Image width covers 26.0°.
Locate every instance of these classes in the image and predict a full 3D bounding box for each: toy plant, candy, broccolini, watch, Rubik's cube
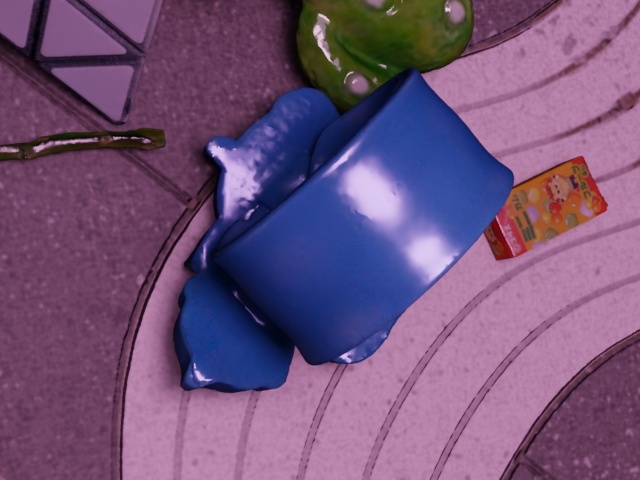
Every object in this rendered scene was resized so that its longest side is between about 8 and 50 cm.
[{"bbox_3d":[0.013,-0.262,1.281,0.316,0.184,0.224,37,77,-28],"label":"toy plant"},{"bbox_3d":[0.218,-0.032,1.372,0.122,0.038,0.062,-26,92,-20],"label":"candy"},{"bbox_3d":[-0.257,-0.077,1.206,0.254,0.057,0.071,-8,129,-17],"label":"broccolini"},{"bbox_3d":[0.000,0.000,1.167,0.241,0.274,0.305,45,67,-9],"label":"watch"},{"bbox_3d":[-0.207,-0.265,1.163,0.228,0.233,0.229,-46,76,9],"label":"Rubik's cube"}]

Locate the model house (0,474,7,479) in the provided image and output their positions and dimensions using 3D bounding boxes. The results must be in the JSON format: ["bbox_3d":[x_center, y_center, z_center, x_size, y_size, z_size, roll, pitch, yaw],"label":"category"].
[{"bbox_3d":[-0.396,0.293,1.037,0.169,0.244,0.326,42,38,-11],"label":"model house"}]
